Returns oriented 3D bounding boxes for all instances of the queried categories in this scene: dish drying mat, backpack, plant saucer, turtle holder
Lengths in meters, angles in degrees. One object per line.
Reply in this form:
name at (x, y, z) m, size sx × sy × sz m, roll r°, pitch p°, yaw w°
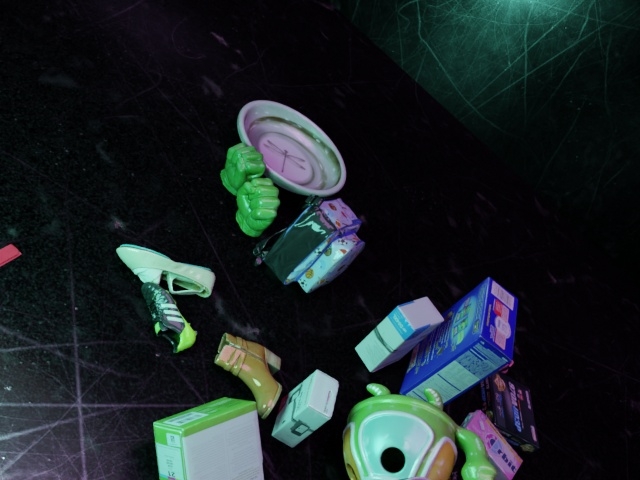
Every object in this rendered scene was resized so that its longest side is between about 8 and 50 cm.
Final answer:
dish drying mat at (-0.654, 0.035, 1.384) m, size 0.032 × 0.008 × 0.083 m, roll 42°, pitch 35°, yaw 1°
backpack at (0.000, 0.000, 1.855) m, size 0.213 × 0.276 × 0.263 m, roll 50°, pitch 29°, yaw 1°
plant saucer at (-0.105, -0.272, 2.160) m, size 0.401 × 0.100 × 0.400 m, roll 26°, pitch 38°, yaw -22°
turtle holder at (0.203, 0.491, 1.523) m, size 0.321 × 0.243 × 0.227 m, roll 26°, pitch 38°, yaw -3°

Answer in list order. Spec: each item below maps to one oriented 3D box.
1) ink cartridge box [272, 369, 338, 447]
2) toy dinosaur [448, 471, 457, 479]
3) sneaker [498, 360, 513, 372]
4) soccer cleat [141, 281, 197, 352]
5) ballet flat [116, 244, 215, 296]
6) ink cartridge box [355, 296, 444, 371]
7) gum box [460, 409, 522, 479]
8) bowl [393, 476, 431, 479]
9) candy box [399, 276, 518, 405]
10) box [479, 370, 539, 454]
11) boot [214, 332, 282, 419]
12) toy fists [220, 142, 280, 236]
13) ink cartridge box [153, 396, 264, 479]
ink cartridge box at (-0.034, 0.374, 1.508) m, size 0.063 × 0.150 × 0.109 m, roll 34°, pitch 36°, yaw -13°
toy dinosaur at (0.291, 0.651, 1.581) m, size 0.219 × 0.164 × 0.321 m, roll 15°, pitch 60°, yaw -13°
sneaker at (0.573, 0.399, 2.154) m, size 0.119 × 0.057 × 0.047 m, roll -8°, pitch 61°, yaw -46°
soccer cleat at (-0.347, 0.168, 1.501) m, size 0.179 × 0.060 × 0.072 m, roll 51°, pitch 37°, yaw 6°
ballet flat at (-0.357, 0.079, 1.574) m, size 0.249 × 0.086 × 0.086 m, roll 19°, pitch 42°, yaw -31°
ink cartridge box at (0.211, 0.254, 1.829) m, size 0.148 × 0.203 × 0.085 m, roll -10°, pitch 58°, yaw -49°
gum box at (0.455, 0.567, 1.857) m, size 0.188 × 0.062 × 0.107 m, roll 51°, pitch 36°, yaw 11°
bowl at (0.114, 0.613, 1.333) m, size 0.312 × 0.163 × 0.311 m, roll 5°, pitch 83°, yaw -48°
candy box at (0.381, 0.290, 1.855) m, size 0.122 × 0.317 × 0.268 m, roll 40°, pitch 36°, yaw -8°
box at (0.562, 0.507, 2.034) m, size 0.175 × 0.051 × 0.220 m, roll 31°, pitch 36°, yaw -17°
boot at (-0.168, 0.303, 1.526) m, size 0.152 × 0.073 × 0.197 m, roll 30°, pitch 25°, yaw -19°
toy fists at (-0.200, -0.152, 1.906) m, size 0.096 × 0.142 × 0.279 m, roll 6°, pitch 48°, yaw -40°
ink cartridge box at (-0.209, 0.457, 1.316) m, size 0.189 × 0.097 × 0.255 m, roll -8°, pitch 93°, yaw -48°
